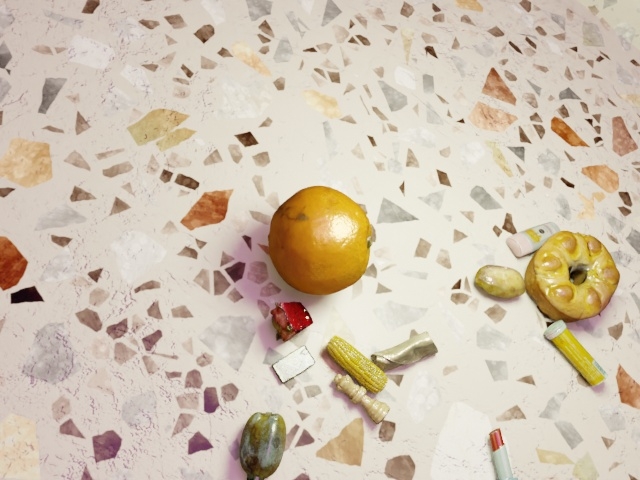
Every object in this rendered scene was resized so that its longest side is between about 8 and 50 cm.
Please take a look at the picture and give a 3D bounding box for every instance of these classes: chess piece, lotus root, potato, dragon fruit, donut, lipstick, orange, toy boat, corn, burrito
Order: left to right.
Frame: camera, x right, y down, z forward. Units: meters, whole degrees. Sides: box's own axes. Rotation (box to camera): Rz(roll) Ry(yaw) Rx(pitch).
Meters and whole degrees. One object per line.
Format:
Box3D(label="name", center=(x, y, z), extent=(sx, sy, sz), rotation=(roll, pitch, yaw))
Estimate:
Box3D(label="lotus root", center=(-0.147, 0.524, 1.532), extent=(0.113, 0.088, 0.192), rotation=(8, 62, 4))
Box3D(label="dragon fruit", center=(-0.097, 0.226, 1.694), extent=(0.147, 0.096, 0.102), rotation=(7, 56, -64))
Box3D(label="toy boat", center=(-0.073, 0.341, 1.687), extent=(0.115, 0.016, 0.063), rotation=(-27, 75, -26))
Box3D(label="orange", center=(0.000, 0.000, 1.714), extent=(0.311, 0.312, 0.313), rotation=(7, 62, -14))
Box3D(label="corn", center=(0.101, 0.346, 1.709), extent=(0.203, 0.072, 0.072), rotation=(41, 60, 5))
Box3D(label="chess piece", center=(0.108, 0.428, 1.681), extent=(0.172, 0.060, 0.060), rotation=(40, 59, 4))
Box3D(label="burrito", center=(0.246, 0.324, 1.768), extent=(0.225, 0.087, 0.060), rotation=(-16, 32, -21))
Box3D(label="potato", center=(0.577, 0.132, 1.964), extent=(0.170, 0.080, 0.107), rotation=(5, 64, -10))
Box3D(label="lipstick", center=(0.513, 0.661, 1.690), extent=(0.068, 0.061, 0.274), rotation=(-2, 66, -16))
Box3D(label="donut", center=(0.825, 0.120, 2.010), extent=(0.316, 0.150, 0.300), rotation=(2, 64, -18))

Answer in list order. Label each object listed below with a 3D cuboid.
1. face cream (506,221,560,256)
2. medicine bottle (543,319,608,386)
Box3D(label="face cream", center=(0.733, -0.008, 2.097), extent=(0.198, 0.057, 0.084), rotation=(-20, 59, -26))
Box3D(label="medicine bottle", center=(0.808, 0.357, 1.933), extent=(0.074, 0.074, 0.218), rotation=(-35, 80, -29))
